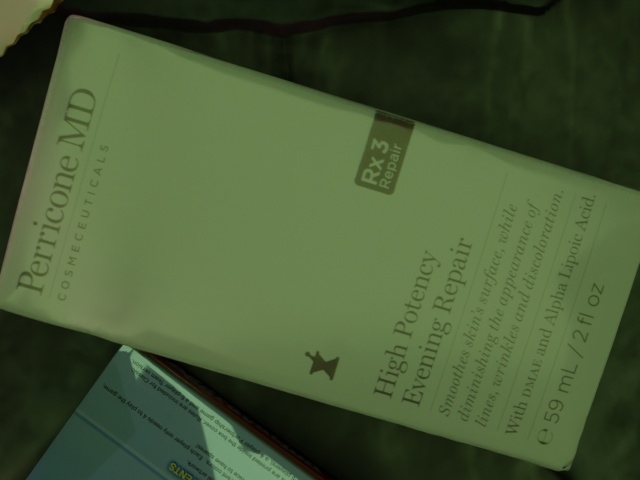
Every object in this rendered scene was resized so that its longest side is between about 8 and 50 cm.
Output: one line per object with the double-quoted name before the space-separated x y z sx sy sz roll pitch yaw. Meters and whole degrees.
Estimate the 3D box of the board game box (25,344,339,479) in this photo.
"board game box" -0.009 0.180 0.422 0.281 0.027 0.145 35 87 7

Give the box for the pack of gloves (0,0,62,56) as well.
"pack of gloves" -0.141 -0.181 0.337 0.195 0.046 0.232 -39 91 14

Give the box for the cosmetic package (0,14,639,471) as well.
"cosmetic package" 0.000 0.000 0.408 0.231 0.085 0.117 15 95 -5
